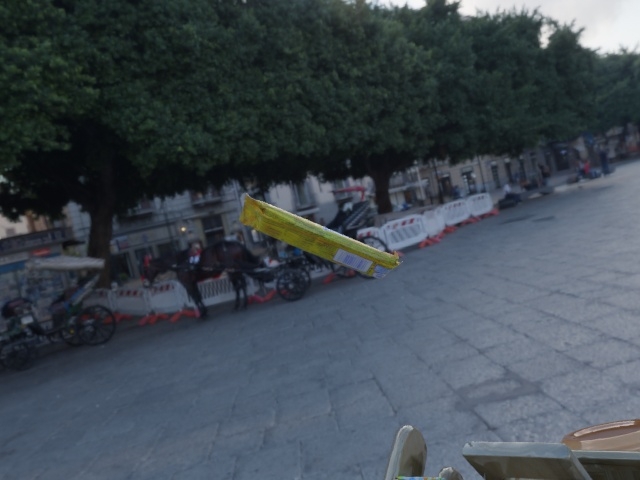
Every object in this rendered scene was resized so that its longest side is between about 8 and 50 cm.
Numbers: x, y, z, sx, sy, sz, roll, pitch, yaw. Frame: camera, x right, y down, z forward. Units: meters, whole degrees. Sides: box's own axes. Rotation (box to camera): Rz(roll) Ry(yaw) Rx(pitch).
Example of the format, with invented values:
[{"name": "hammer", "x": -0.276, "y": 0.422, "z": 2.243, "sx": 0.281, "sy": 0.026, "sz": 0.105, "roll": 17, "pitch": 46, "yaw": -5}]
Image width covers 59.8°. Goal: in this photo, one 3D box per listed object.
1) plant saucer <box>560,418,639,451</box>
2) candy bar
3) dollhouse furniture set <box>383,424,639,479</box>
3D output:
[{"name": "plant saucer", "x": 0.507, "y": 0.346, "z": 0.966, "sx": 0.199, "sy": 0.037, "sz": 0.200, "roll": -14, "pitch": -14, "yaw": -4}, {"name": "candy bar", "x": 0.000, "y": 0.000, "z": 0.527, "sx": 0.161, "sy": 0.018, "sz": 0.040, "roll": 21, "pitch": -41, "yaw": -8}, {"name": "dollhouse furniture set", "x": 0.205, "y": 0.205, "z": 0.446, "sx": 0.212, "sy": 0.242, "sz": 0.161, "roll": -15, "pitch": 38, "yaw": 38}]
